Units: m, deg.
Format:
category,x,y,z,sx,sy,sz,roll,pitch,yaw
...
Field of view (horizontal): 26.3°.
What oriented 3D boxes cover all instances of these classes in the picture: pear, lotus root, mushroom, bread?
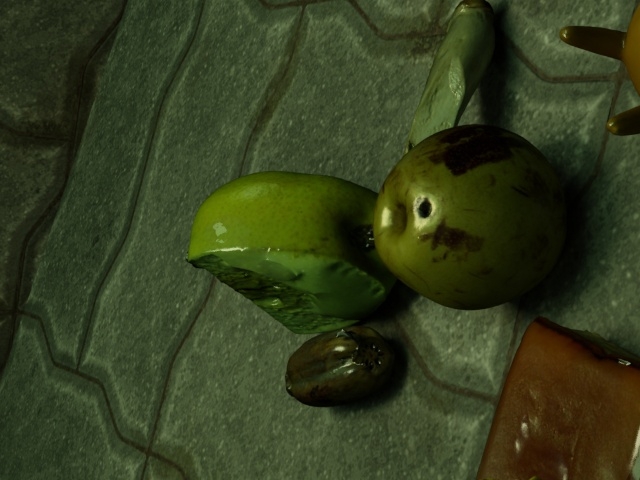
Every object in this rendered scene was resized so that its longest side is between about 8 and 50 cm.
category,x,y,z,sx,sy,sz,roll,pitch,yaw
pear,0.000,0.000,2.257,0.318,0.342,0.239,-7,61,32
pear,0.211,-0.036,1.953,0.283,0.283,0.284,-31,51,48
lotus root,0.030,0.210,2.266,0.241,0.123,0.124,-25,72,55
mushroom,0.207,-0.248,2.147,0.107,0.087,0.333,102,-170,-54
bread,0.344,0.292,1.708,0.323,0.143,0.333,20,94,60

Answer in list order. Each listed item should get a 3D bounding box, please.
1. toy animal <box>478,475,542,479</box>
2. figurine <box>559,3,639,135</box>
category,x,y,z,sx,sy,sz,roll,pitch,yaw
toy animal,0.196,0.374,1.645,0.230,0.156,0.156,-50,39,33
figurine,0.495,-0.278,1.548,0.387,0.401,0.268,-39,25,36
